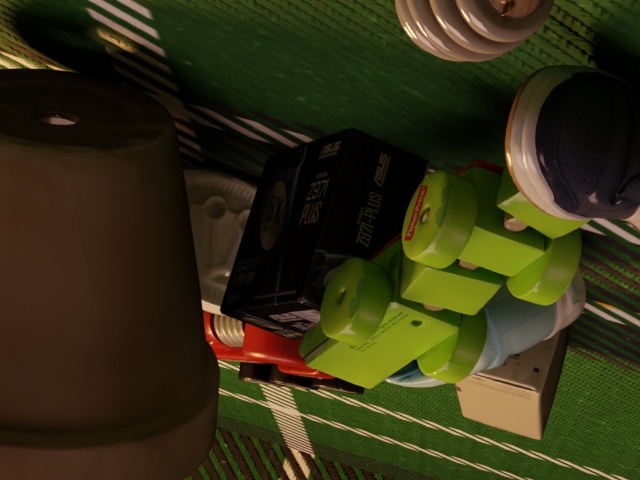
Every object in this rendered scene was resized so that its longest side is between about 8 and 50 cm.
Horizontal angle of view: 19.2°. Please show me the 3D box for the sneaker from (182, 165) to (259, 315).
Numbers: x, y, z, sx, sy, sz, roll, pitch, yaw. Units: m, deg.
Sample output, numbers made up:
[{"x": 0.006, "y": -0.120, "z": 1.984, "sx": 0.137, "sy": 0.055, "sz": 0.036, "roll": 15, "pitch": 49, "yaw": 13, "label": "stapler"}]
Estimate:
[{"x": -0.161, "y": -0.011, "z": 1.836, "sx": 0.323, "sy": 0.130, "sz": 0.236, "roll": 15, "pitch": 177, "yaw": -10, "label": "sneaker"}]

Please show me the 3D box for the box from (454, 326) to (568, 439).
[{"x": 0.193, "y": 0.117, "z": 1.906, "sx": 0.094, "sy": 0.113, "sz": 0.275, "roll": 15, "pitch": 166, "yaw": 10, "label": "box"}]

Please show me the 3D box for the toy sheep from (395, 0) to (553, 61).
[{"x": 0.079, "y": -0.140, "z": 1.035, "sx": 0.091, "sy": 0.091, "sz": 0.132, "roll": 23, "pitch": 170, "yaw": -24, "label": "toy sheep"}]

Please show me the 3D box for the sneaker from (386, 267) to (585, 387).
[{"x": 0.067, "y": 0.068, "z": 1.699, "sx": 0.150, "sy": 0.135, "sz": 0.366, "roll": -24, "pitch": -178, "yaw": -33, "label": "sneaker"}]

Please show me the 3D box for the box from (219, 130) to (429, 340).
[{"x": 0.000, "y": 0.000, "z": 1.578, "sx": 0.077, "sy": 0.147, "sz": 0.180, "roll": 22, "pitch": 167, "yaw": -21, "label": "box"}]

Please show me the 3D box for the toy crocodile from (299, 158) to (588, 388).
[{"x": 0.091, "y": 0.015, "z": 1.376, "sx": 0.115, "sy": 0.105, "sz": 0.340, "roll": 19, "pitch": 144, "yaw": -20, "label": "toy crocodile"}]

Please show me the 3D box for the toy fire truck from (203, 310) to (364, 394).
[{"x": -0.085, "y": 0.066, "z": 2.035, "sx": 0.246, "sy": 0.158, "sz": 0.217, "roll": 14, "pitch": 172, "yaw": -37, "label": "toy fire truck"}]

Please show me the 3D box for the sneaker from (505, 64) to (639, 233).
[{"x": 0.247, "y": -0.038, "z": 1.200, "sx": 0.153, "sy": 0.099, "sz": 0.282, "roll": 12, "pitch": 174, "yaw": 42, "label": "sneaker"}]

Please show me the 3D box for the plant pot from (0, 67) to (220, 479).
[{"x": -0.227, "y": 0.022, "z": 1.544, "sx": 0.323, "sy": 0.280, "sz": 0.323, "roll": 9, "pitch": -156, "yaw": -4, "label": "plant pot"}]
